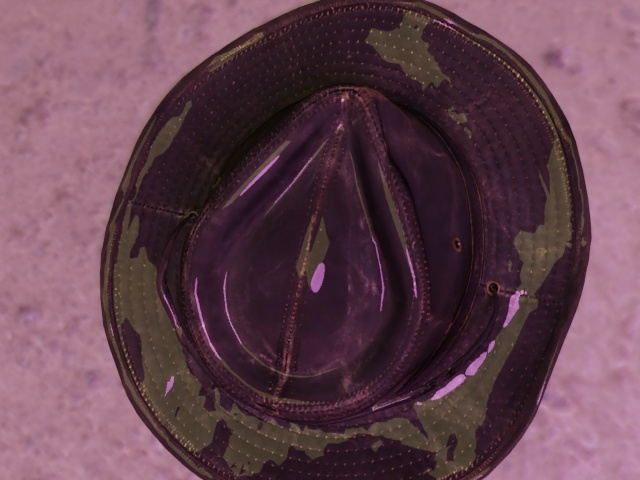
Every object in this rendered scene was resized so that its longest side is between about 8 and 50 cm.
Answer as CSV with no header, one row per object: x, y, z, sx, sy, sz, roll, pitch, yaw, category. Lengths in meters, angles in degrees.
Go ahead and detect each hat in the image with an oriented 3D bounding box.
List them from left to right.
0.000,0.000,0.546,0.331,0.134,0.331,-1,83,11,hat
